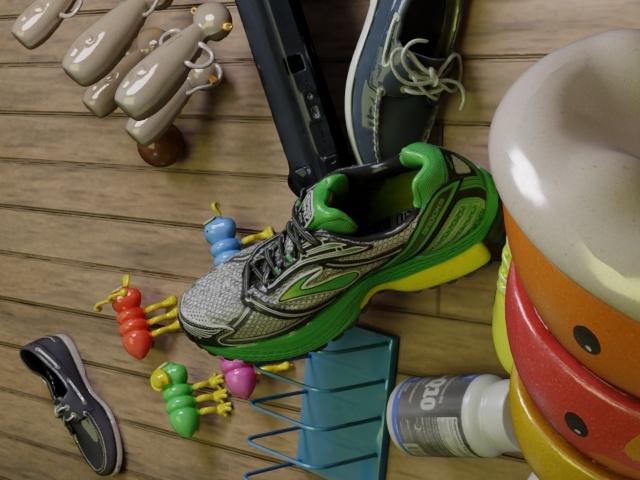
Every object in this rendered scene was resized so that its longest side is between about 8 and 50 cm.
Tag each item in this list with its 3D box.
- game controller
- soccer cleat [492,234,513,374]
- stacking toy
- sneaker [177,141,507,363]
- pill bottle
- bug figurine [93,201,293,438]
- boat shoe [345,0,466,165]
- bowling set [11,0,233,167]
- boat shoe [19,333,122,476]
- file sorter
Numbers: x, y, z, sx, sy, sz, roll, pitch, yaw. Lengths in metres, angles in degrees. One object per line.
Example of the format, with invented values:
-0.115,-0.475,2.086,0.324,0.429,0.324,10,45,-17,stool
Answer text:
-0.038,-0.189,1.441,0.166,0.067,0.319,163,90,-86,game controller
0.189,-0.013,1.246,0.093,0.121,0.289,29,114,39,soccer cleat
0.263,0.111,1.117,0.350,0.350,0.480,42,139,34,stacking toy
0.000,0.000,1.353,0.343,0.146,0.134,-28,49,22,sneaker
0.135,0.163,1.345,0.137,0.078,0.078,-8,88,44,pill bottle
-0.143,0.098,1.619,0.279,0.072,0.216,-35,69,40,bug figurine
0.091,-0.175,1.354,0.079,0.095,0.255,19,98,54,boat shoe
-0.192,-0.195,1.620,0.154,0.200,0.287,-47,52,-10,bowling set
-0.315,0.210,1.803,0.075,0.065,0.206,-48,61,36,boat shoe
-0.005,0.172,1.466,0.118,0.104,0.170,15,103,42,file sorter
